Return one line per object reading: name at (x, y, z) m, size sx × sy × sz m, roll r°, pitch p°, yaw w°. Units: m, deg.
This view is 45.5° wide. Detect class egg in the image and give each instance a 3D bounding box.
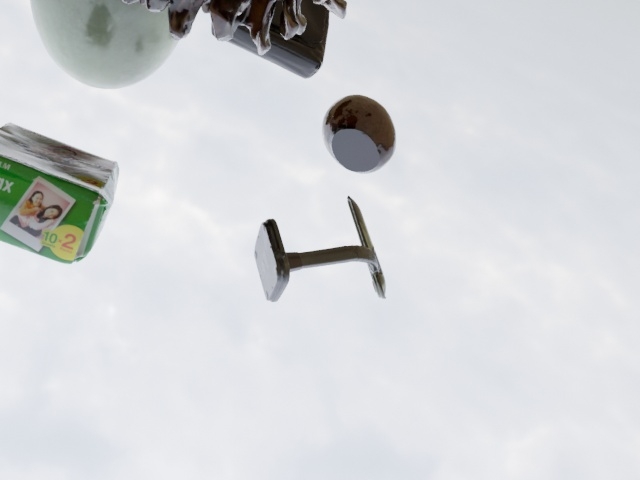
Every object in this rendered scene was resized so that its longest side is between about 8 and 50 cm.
egg at (-0.322, -0.410, 1.193) m, size 0.258 × 0.352 × 0.258 m, roll 12°, pitch -156°, yaw -6°

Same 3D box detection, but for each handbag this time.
handbag at (-0.098, -0.463, 1.542) m, size 0.246 × 0.080 × 0.223 m, roll 20°, pitch -120°, yaw -24°

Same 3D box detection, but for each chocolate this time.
chocolate at (0.083, -0.229, 1.588) m, size 0.176 × 0.177 × 0.177 m, roll 18°, pitch -151°, yaw -10°

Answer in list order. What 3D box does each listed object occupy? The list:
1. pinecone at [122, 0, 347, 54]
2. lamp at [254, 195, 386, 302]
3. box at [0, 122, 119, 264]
pinecone at (-0.115, -0.418, 0.933) m, size 0.397 × 0.398 × 0.398 m, roll 18°, pitch -151°, yaw -10°
lamp at (0.005, -0.004, 1.320) m, size 0.283 × 0.124 × 0.203 m, roll 0°, pitch -122°, yaw -36°
box at (-0.357, -0.065, 0.974) m, size 0.180 × 0.103 × 0.250 m, roll 20°, pitch -171°, yaw -15°
